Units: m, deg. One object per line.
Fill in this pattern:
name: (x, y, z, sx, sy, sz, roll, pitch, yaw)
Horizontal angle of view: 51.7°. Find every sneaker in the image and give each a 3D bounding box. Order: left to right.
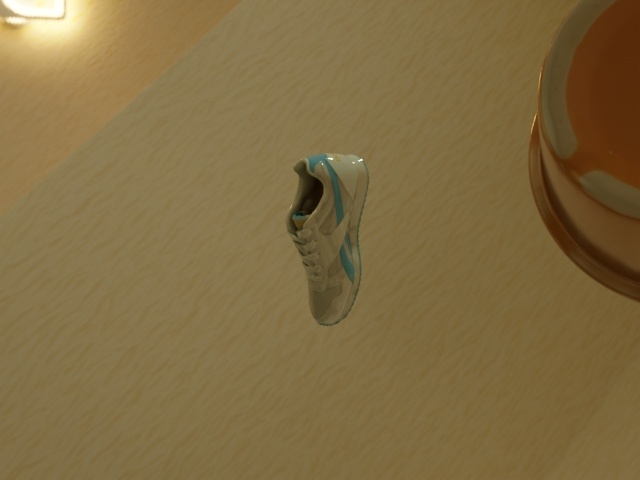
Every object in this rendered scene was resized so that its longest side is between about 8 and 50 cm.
sneaker: (0.000, 0.000, 0.865, 0.087, 0.092, 0.229, 13, -77, 55)

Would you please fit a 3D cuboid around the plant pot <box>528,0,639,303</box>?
plant pot: (0.204, -0.060, 0.359, 0.205, 0.205, 0.188, 36, 14, 29)
